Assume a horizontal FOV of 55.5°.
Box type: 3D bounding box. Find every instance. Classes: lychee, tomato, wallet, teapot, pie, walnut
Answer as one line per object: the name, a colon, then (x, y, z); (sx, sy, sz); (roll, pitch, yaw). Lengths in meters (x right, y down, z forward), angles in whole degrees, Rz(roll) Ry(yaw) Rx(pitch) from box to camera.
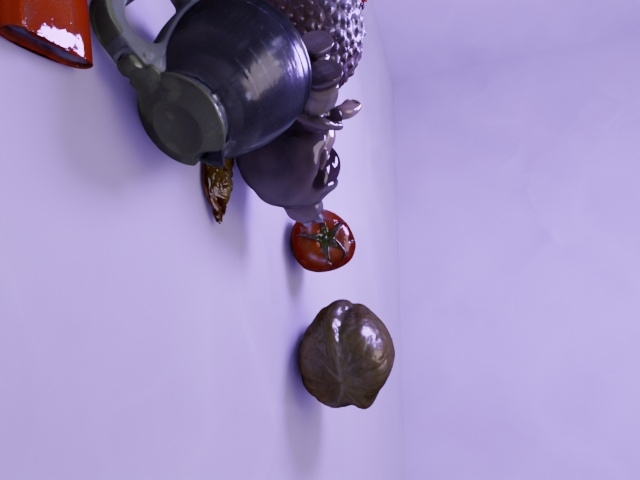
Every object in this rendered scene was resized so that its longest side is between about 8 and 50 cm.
lychee: (-0.051, -0.439, 1.278); (0.300, 0.299, 0.300); (-8, 90, -74)
tomato: (0.000, 0.000, 1.517); (0.167, 0.167, 0.167); (-8, 90, -74)
wallet: (-0.323, -0.319, 0.711); (0.142, 0.045, 0.205); (11, 72, -73)
teapot: (-0.168, -0.261, 0.903); (0.239, 0.239, 0.322); (-58, 145, -46)
pie: (-0.187, -0.128, 1.123); (0.088, 0.033, 0.191); (52, 31, -46)
walnut: (0.067, 0.273, 1.464); (0.283, 0.227, 0.283); (-20, 90, -74)

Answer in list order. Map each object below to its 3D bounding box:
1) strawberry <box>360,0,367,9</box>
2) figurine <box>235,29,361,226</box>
strawberry: (0.052, -0.860, 1.924); (0.137, 0.233, 0.307); (-24, 107, -44)
figurine: (-0.044, -0.203, 1.160); (0.248, 0.203, 0.381); (50, -35, 18)
